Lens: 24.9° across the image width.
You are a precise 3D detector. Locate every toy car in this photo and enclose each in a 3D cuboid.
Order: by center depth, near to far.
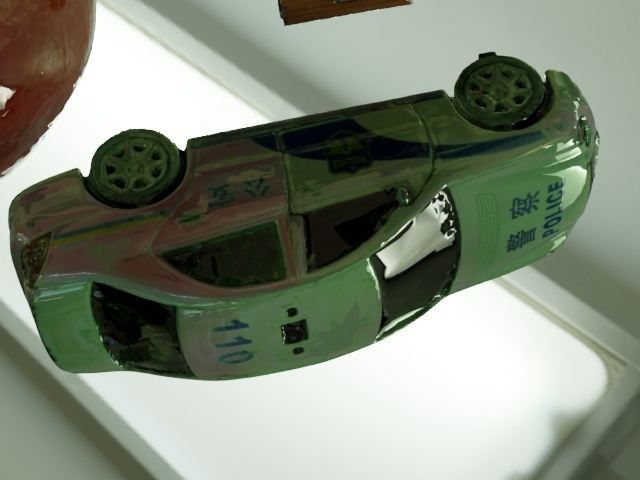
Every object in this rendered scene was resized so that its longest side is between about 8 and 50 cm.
[{"bbox_3d":[0.000,0.000,0.544,0.224,0.090,0.076,-12,-126,-4],"label":"toy car"}]

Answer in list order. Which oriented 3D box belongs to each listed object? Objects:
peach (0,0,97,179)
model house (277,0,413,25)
[{"bbox_3d":[-0.349,-0.171,0.969,0.388,0.388,0.388,-12,-117,24],"label":"peach"},{"bbox_3d":[0.019,-0.253,1.006,0.207,0.219,0.136,24,-120,22],"label":"model house"}]
